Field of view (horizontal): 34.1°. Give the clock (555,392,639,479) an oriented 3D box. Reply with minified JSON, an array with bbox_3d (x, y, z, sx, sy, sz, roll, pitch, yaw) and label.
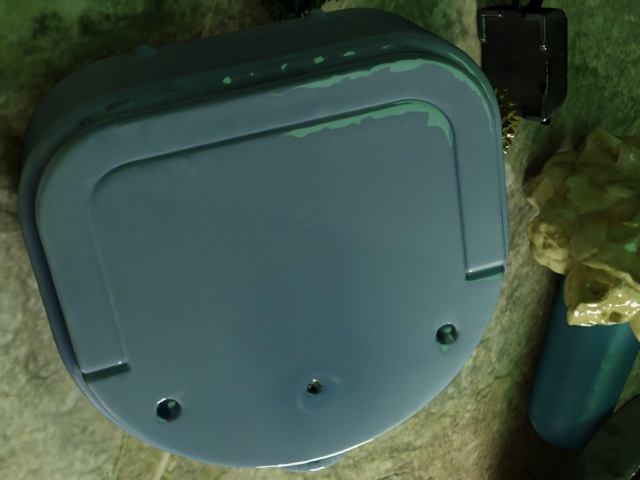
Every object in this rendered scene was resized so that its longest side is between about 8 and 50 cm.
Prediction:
[{"bbox_3d":[0.384,0.372,1.414,0.386,0.076,0.386,-34,143,-31],"label":"clock"}]

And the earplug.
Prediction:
[{"bbox_3d":[0.348,0.139,1.351,0.132,0.132,0.273,10,101,-45],"label":"earplug"}]

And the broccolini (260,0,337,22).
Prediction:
[{"bbox_3d":[0.090,-0.295,1.011,0.392,0.074,0.079,-30,81,-35],"label":"broccolini"}]

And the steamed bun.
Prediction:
[{"bbox_3d":[0.385,-0.014,1.210,0.295,0.292,0.137,-35,162,-34],"label":"steamed bun"}]

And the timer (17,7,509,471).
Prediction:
[{"bbox_3d":[-0.038,0.015,0.855,0.395,0.173,0.395,-7,115,-15],"label":"timer"}]

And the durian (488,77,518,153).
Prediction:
[{"bbox_3d":[0.119,-0.089,1.056,0.158,0.137,0.168,11,110,-25],"label":"durian"}]

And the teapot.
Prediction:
[{"bbox_3d":[0.237,-0.207,1.156,0.096,0.087,0.177,-29,122,-39],"label":"teapot"}]
